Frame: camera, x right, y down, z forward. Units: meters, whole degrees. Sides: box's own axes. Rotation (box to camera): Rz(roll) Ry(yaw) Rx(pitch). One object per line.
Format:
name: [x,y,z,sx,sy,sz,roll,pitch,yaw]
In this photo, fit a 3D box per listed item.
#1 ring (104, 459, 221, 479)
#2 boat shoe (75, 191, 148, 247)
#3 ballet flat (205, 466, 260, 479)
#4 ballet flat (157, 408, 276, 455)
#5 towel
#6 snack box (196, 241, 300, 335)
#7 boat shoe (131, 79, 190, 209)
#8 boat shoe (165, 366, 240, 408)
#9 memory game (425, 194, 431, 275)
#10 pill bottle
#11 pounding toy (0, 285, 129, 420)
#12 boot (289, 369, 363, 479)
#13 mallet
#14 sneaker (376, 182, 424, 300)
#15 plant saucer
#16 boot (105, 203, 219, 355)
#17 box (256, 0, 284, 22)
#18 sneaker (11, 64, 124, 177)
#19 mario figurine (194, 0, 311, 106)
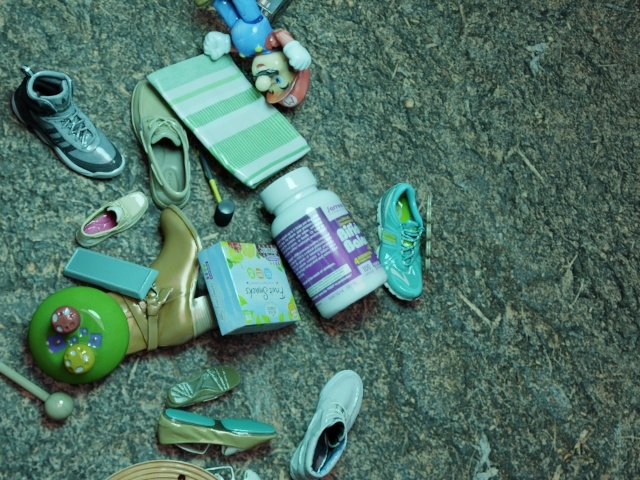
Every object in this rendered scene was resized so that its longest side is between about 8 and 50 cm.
ring: [-0.288,0.564,1.399,0.337,0.032,0.336,2,79,-11]
boat shoe: [-0.417,-0.048,1.587,0.063,0.059,0.170,48,62,1]
ballet flat: [-0.162,0.469,1.494,0.203,0.074,0.074,13,67,-14]
ballet flat: [-0.203,0.379,1.520,0.232,0.080,0.073,13,95,-14]
towel: [-0.192,-0.278,1.734,0.325,0.038,0.248,50,44,2]
snack box: [-0.141,0.096,1.577,0.207,0.070,0.174,6,63,-60]
boat shoe: [-0.330,-0.216,1.660,0.109,0.098,0.302,-6,74,-23]
boat shoe: [-0.232,0.293,1.549,0.153,0.048,0.056,-19,67,-33]
memory game: [0.243,-0.011,1.774,0.012,0.186,0.186,1,68,7]
pill bottle: [0.000,0.000,1.671,0.169,0.169,0.301,-30,84,-28]
pounding toy: [-0.460,0.197,1.412,0.183,0.110,0.237,40,85,-5]
boot: [0.032,0.368,1.574,0.095,0.123,0.258,32,63,-8]
mallet: [-0.230,-0.126,1.687,0.039,0.062,0.189,-15,77,-24]
sneaker: [0.185,0.001,1.776,0.107,0.110,0.275,0,72,-21]
plant saucer: [-0.410,0.060,1.518,0.192,0.018,0.067,14,61,21]
boot: [-0.333,0.080,1.562,0.220,0.109,0.283,-18,82,-19]
box: [-0.097,-0.573,1.848,0.044,0.159,0.233,35,63,-7]
sneaker: [-0.503,-0.238,1.570,0.268,0.153,0.101,39,62,-4]
mario figurine: [-0.144,-0.417,1.709,0.170,0.198,0.320,-39,115,-2]
